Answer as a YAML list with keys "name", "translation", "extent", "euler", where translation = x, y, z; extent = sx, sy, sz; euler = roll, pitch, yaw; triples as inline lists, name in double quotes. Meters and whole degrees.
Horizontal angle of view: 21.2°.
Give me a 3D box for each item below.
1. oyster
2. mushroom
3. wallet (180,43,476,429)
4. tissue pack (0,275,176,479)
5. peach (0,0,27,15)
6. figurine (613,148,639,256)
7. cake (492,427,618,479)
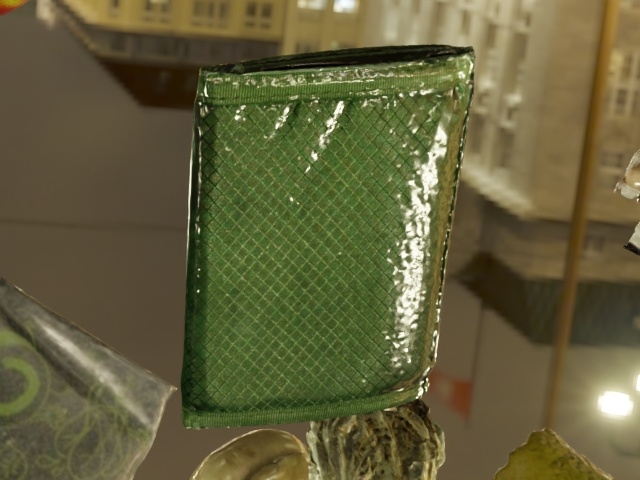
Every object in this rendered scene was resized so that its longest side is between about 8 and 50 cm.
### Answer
- name: "oyster"
  translation: [0.037, 0.174, 1.339]
  extent: [0.125, 0.064, 0.177]
  euler: [47, -133, 0]
- name: "mushroom"
  translation: [-0.059, 0.260, 1.669]
  extent: [0.154, 0.154, 0.122]
  euler: [-6, -141, -39]
- name: "wallet"
  translation: [-0.001, -0.001, 0.975]
  extent: [0.160, 0.236, 0.055]
  euler: [-8, -148, -21]
- name: "tissue pack"
  translation: [-0.305, 0.193, 1.072]
  extent: [0.288, 0.394, 0.124]
  euler: [33, 155, -14]
- name: "peach"
  translation: [-0.347, -0.332, 1.685]
  extent: [0.190, 0.196, 0.226]
  euler: [-29, -133, 14]
- name: "figurine"
  translation: [0.326, -0.080, 1.376]
  extent: [0.137, 0.229, 0.112]
  euler: [26, -172, -23]
- name: "cake"
  translation: [0.194, 0.325, 1.675]
  extent: [0.156, 0.260, 0.179]
  euler: [38, 175, 22]
